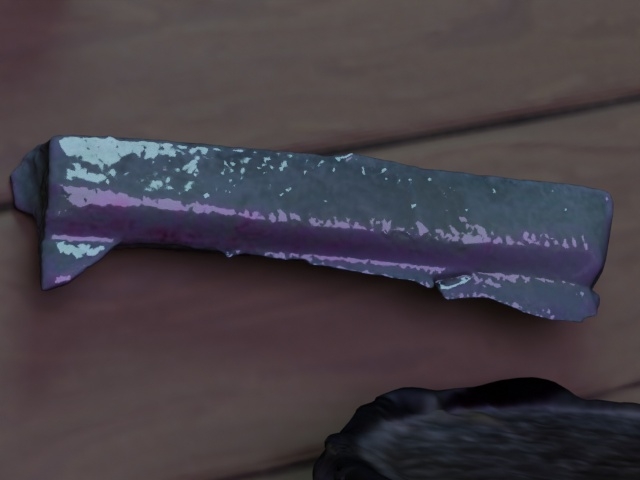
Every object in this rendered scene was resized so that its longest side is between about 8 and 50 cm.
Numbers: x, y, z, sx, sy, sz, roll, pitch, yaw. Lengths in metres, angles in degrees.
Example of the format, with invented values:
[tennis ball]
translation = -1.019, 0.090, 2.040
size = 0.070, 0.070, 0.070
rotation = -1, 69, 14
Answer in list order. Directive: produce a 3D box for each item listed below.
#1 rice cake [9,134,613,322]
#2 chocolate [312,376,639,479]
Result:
[rice cake]
translation = 0.001, -0.002, 0.905
size = 0.290, 0.051, 0.081
rotation = 4, 66, -16
[chocolate]
translation = 0.135, 0.191, 0.801
size = 0.303, 0.303, 0.213
rotation = 5, 97, -18
